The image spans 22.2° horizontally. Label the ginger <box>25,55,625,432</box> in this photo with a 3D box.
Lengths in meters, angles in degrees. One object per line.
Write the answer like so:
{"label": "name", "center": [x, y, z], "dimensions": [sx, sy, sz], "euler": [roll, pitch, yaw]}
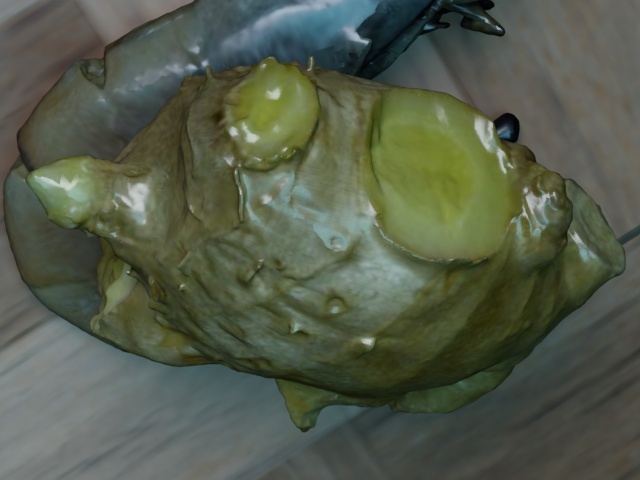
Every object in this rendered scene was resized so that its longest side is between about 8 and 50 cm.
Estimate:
{"label": "ginger", "center": [0.000, 0.000, 0.567], "dimensions": [0.216, 0.157, 0.102], "euler": [16, 59, -27]}

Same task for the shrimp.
{"label": "shrimp", "center": [0.019, -0.044, 0.637], "dimensions": [0.289, 0.075, 0.178], "euler": [-38, 119, 0]}
